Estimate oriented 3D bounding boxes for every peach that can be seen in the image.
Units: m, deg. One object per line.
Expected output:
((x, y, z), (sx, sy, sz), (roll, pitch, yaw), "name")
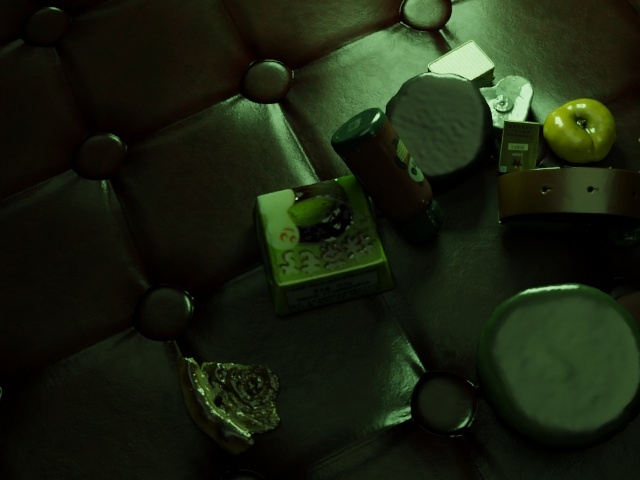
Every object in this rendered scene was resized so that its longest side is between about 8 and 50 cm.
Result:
((0.652, -0.272, 2.002), (0.179, 0.103, 0.179), (-1, 68, 4), "peach")

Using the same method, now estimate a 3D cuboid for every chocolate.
((0.000, 0.000, 1.920), (0.300, 0.137, 0.289), (-14, 65, -2), "chocolate")

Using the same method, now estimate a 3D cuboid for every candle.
((0.471, -0.332, 2.066), (0.192, 0.068, 0.169), (-24, 67, -2), "candle")

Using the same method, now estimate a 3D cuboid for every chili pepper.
((0.702, -0.086, 1.936), (0.098, 0.061, 0.224), (-25, 68, 10), "chili pepper")

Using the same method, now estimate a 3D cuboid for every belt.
((0.576, -0.097, 1.855), (0.338, 0.217, 0.122), (1, 81, 24), "belt")

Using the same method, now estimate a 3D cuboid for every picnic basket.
((0.371, -0.440, 2.117), (0.164, 0.079, 0.115), (-30, 67, -8), "picnic basket")

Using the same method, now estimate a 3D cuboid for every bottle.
((0.171, -0.143, 1.890), (0.144, 0.336, 0.144), (-31, 24, 15), "bottle")

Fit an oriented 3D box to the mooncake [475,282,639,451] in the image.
((0.513, 0.270, 1.700), (0.356, 0.194, 0.357), (-8, 67, 19), "mooncake")

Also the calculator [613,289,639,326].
((0.737, 0.216, 1.803), (0.329, 0.048, 0.220), (-25, 64, -6), "calculator")

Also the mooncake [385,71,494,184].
((0.293, -0.275, 1.995), (0.283, 0.141, 0.283), (-1, 87, 14), "mooncake")

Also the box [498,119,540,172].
((0.498, -0.233, 2.002), (0.090, 0.023, 0.133), (5, 104, 10), "box")

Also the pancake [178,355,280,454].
((-0.217, 0.375, 1.816), (0.257, 0.056, 0.212), (5, 67, 8), "pancake")

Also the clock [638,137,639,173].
((0.886, -0.141, 1.925), (0.235, 0.096, 0.308), (-14, 64, 0), "clock")
